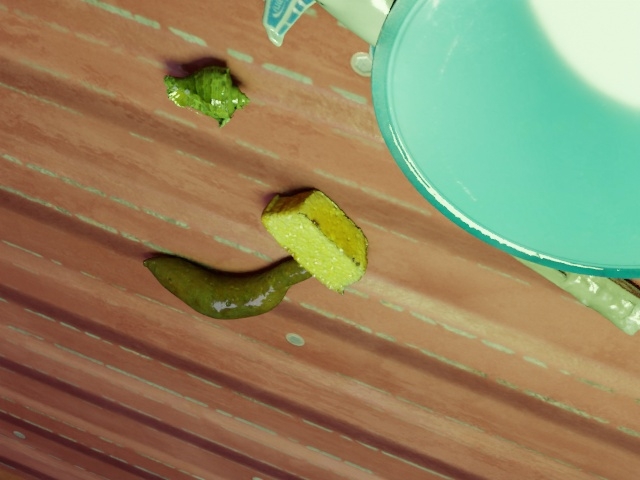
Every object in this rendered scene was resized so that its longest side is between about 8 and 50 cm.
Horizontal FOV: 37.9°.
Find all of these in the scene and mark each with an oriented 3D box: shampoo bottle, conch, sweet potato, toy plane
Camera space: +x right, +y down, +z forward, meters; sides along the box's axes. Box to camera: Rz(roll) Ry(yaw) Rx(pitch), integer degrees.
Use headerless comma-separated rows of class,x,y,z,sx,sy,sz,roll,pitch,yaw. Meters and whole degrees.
shampoo bottle,0.245,-0.203,0.750,0.331,0.343,0.331,15,142,12
conch,-0.147,-0.186,1.212,0.121,0.074,0.089,10,130,13
sweet potato,-0.142,0.078,1.533,0.346,0.079,0.108,-2,123,27
toy plane,0.032,-0.279,0.964,0.266,0.123,0.267,16,140,14

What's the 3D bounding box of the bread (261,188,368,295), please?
bread,0.000,0.000,1.369,0.187,0.065,0.103,44,138,-22

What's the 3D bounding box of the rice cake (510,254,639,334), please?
rice cake,0.331,0.038,1.233,0.256,0.057,0.052,33,169,-9
